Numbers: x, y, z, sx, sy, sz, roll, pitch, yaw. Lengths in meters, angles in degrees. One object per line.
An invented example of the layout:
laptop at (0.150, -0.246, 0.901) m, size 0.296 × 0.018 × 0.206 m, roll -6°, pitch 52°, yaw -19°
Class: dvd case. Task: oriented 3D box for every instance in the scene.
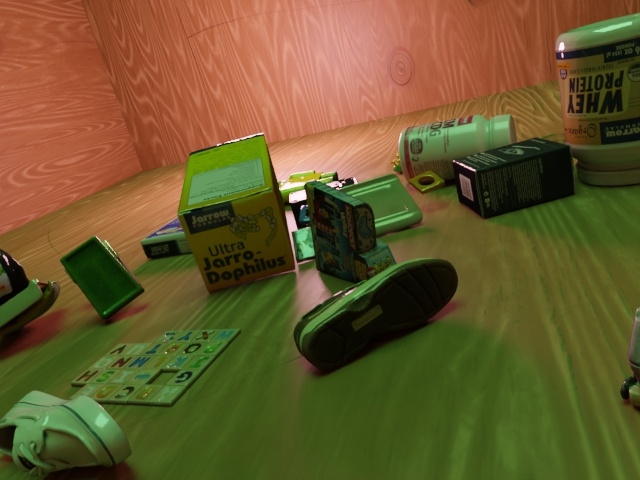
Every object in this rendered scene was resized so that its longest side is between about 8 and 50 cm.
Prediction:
dvd case at (0.000, 0.000, 1.172) m, size 0.120 × 0.013 × 0.087 m, roll -15°, pitch 49°, yaw 4°

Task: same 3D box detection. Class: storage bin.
storage bin at (0.017, -0.094, 1.397) m, size 0.180 × 0.084 × 0.122 m, roll -14°, pitch 18°, yaw 1°

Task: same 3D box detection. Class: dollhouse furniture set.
dollhouse furniture set at (-0.543, 0.145, 1.160) m, size 0.302 × 0.151 × 0.197 m, roll -39°, pitch 3°, yaw -15°

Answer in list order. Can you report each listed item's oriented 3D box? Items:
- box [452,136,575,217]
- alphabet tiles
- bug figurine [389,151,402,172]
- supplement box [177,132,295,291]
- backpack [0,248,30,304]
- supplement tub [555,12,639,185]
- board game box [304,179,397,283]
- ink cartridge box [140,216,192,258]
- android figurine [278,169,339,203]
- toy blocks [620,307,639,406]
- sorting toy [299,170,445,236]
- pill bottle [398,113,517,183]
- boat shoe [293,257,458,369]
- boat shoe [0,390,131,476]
box at (0.414, -0.140, 1.173) m, size 0.207 × 0.108 × 0.153 m, roll -14°, pitch 17°, yaw 0°
alphabet tiles at (-0.275, 0.197, 0.871) m, size 0.238 × 0.009 × 0.198 m, roll -6°, pitch 20°, yaw 25°
bug figurine at (0.342, -0.275, 1.701) m, size 0.217 × 0.072 × 0.279 m, roll -11°, pitch 22°, yaw 31°
supplement box at (-0.185, -0.078, 1.221) m, size 0.194 × 0.195 × 0.356 m, roll -15°, pitch 29°, yaw 0°
backpack at (-0.954, 0.128, 1.297) m, size 0.291 × 0.273 × 0.355 m, roll 2°, pitch 35°, yaw 25°
supplement tub at (0.623, -0.292, 1.121) m, size 0.229 × 0.315 × 0.228 m, roll -14°, pitch 18°, yaw 4°
board game box at (0.060, 0.000, 0.974) m, size 0.060 × 0.194 × 0.194 m, roll -26°, pitch 35°, yaw -28°
ink cartridge box at (-0.303, -0.050, 1.555) m, size 0.304 × 0.072 × 0.307 m, roll -10°, pitch 17°, yaw 20°
android figurine at (-0.080, -0.173, 1.763) m, size 0.273 × 0.056 × 0.248 m, roll -9°, pitch 19°, yaw 13°
toy blocks at (0.455, 0.007, 0.448) m, size 0.289 × 0.259 × 0.309 m, roll -28°, pitch 22°, yaw -34°
sorting toy at (0.125, -0.070, 1.258) m, size 0.348 × 0.047 × 0.196 m, roll -17°, pitch 38°, yaw -1°
pill bottle at (0.365, -0.243, 1.438) m, size 0.283 × 0.160 × 0.160 m, roll -5°, pitch 20°, yaw 27°
boat shoe at (0.074, 0.089, 0.784) m, size 0.258 × 0.095 × 0.095 m, roll -22°, pitch 13°, yaw -20°
boat shoe at (-0.324, 0.245, 0.656) m, size 0.258 × 0.095 × 0.084 m, roll -13°, pitch 19°, yaw 42°
